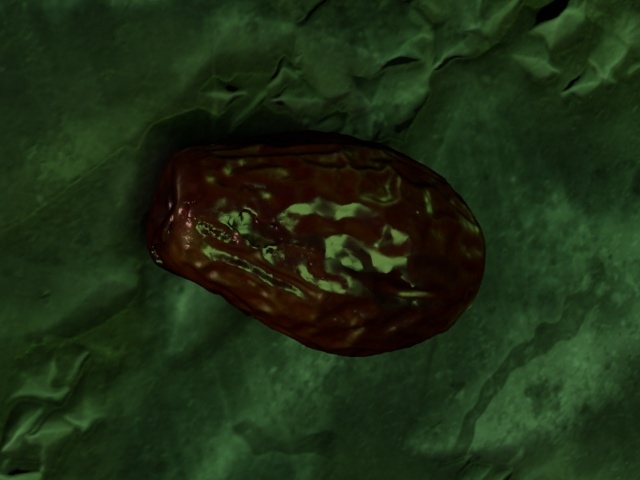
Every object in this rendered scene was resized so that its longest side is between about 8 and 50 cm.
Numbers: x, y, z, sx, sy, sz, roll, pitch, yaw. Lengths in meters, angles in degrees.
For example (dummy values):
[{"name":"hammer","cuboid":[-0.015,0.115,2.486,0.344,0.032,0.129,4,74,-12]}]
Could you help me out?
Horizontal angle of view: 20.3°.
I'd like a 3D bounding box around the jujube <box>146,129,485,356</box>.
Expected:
[{"name":"jujube","cuboid":[0.000,0.000,1.539,0.290,0.197,0.197,13,101,-17]}]
